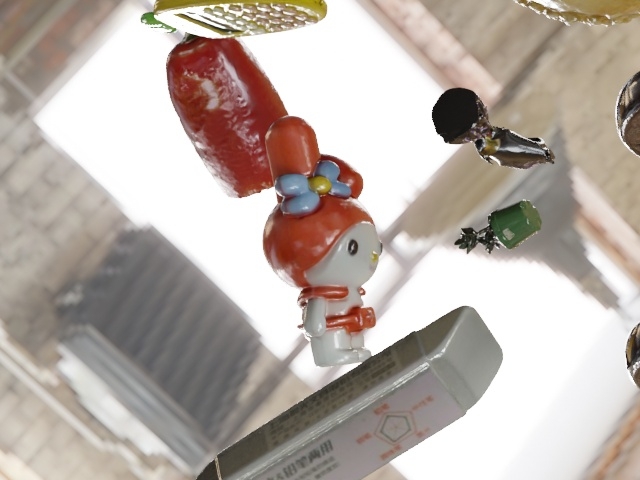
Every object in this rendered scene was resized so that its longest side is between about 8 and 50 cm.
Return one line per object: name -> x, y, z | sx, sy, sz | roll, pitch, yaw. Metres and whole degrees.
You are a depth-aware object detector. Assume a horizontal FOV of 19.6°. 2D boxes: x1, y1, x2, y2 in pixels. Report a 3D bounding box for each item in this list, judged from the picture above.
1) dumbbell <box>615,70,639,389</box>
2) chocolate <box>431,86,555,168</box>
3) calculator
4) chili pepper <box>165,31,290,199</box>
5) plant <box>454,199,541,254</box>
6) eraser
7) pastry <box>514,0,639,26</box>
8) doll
dumbbell -> 0.271, -0.007, 1.248 | 0.140, 0.124, 0.225 | -6, -115, 20
chocolate -> 0.177, -0.104, 1.927 | 0.072, 0.147, 0.070 | 21, -99, 47
calculator -> -0.102, -0.259, 2.092 | 0.235, 0.146, 0.032 | -1, -99, 31
chili pepper -> -0.145, -0.222, 2.511 | 0.135, 0.338, 0.131 | -4, -150, 42
plant -> 0.203, -0.008, 2.132 | 0.102, 0.051, 0.051 | -28, -158, 29
eraser -> 0.020, 0.189, 1.798 | 0.352, 0.089, 0.061 | -32, -148, 7
pastry -> 0.298, -0.355, 2.163 | 0.284, 0.316, 0.184 | 58, -36, 38
doll -> 0.000, 0.000, 2.117 | 0.130, 0.290, 0.161 | -12, 174, 27
